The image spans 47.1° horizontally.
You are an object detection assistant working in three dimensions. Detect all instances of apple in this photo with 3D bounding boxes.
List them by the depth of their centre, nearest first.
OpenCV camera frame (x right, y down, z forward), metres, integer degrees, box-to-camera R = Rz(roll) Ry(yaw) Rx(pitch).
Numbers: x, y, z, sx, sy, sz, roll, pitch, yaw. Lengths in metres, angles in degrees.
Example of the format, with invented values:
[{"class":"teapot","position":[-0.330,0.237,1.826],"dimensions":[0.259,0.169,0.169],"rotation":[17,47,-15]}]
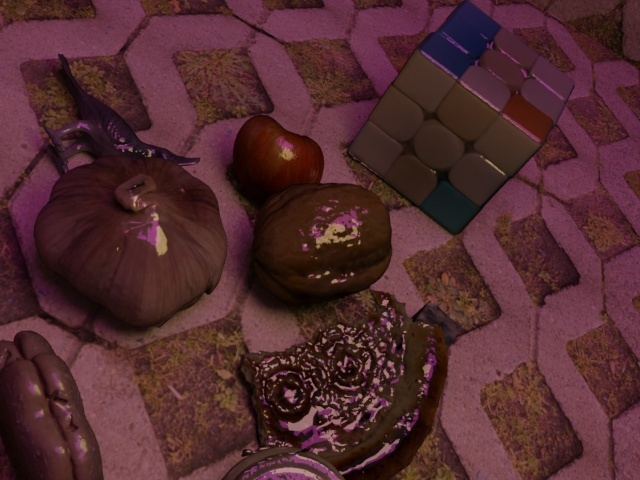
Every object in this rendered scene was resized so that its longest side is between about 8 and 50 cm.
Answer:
[{"class":"apple","position":[-0.089,-0.159,1.501],"dimensions":[0.195,0.173,0.160],"rotation":[27,44,-5]}]

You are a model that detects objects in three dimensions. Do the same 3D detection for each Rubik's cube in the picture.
[{"class":"Rubik's cube","position":[0.332,-0.293,1.741],"dimensions":[0.347,0.346,0.344],"rotation":[38,46,0]}]

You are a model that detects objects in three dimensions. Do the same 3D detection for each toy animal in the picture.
[{"class":"toy animal","position":[-0.433,-0.206,1.399],"dimensions":[0.367,0.081,0.206],"rotation":[37,49,10]}]

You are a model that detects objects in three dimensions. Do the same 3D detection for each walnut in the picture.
[{"class":"walnut","position":[0.000,0.000,1.393],"dimensions":[0.283,0.227,0.283],"rotation":[8,50,-10]}]

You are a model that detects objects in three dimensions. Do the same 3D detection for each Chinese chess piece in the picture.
[{"class":"Chinese chess piece","position":[-0.057,0.418,1.079],"dimensions":[0.238,0.092,0.238],"rotation":[4,72,-13]}]

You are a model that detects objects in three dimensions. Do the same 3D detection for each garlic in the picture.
[{"class":"garlic","position":[-0.308,-0.015,1.237],"dimensions":[0.322,0.241,0.322],"rotation":[36,28,-23]}]

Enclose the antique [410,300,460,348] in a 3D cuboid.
[{"class":"antique","position":[0.195,0.207,1.445],"dimensions":[0.086,0.088,0.183],"rotation":[42,46,3]}]

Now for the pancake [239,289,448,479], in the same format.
[{"class":"pancake","position":[0.063,0.258,1.268],"dimensions":[0.427,0.067,0.305],"rotation":[-24,71,-23]}]

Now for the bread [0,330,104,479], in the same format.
[{"class":"bread","position":[-0.371,0.266,0.997],"dimensions":[0.102,0.183,0.337],"rotation":[-16,65,-30]}]
